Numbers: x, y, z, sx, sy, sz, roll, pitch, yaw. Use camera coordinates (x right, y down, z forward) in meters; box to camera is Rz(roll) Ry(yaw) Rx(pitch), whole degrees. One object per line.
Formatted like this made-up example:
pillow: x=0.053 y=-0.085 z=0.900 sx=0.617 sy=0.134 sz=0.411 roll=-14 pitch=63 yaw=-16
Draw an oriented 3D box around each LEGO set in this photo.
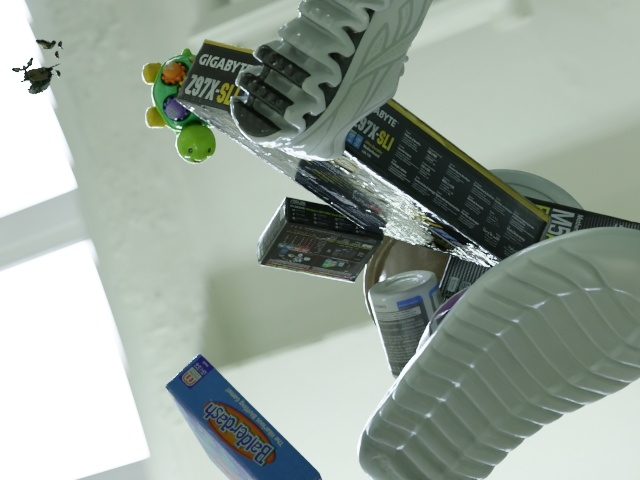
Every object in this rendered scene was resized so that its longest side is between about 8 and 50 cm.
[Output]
LEGO set: x=-0.302 y=-0.184 z=2.154 sx=0.083 sy=0.054 sz=0.023 roll=-55 pitch=-24 yaw=-35

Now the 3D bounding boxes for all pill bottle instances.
pill bottle: x=0.106 y=0.109 z=2.167 sx=0.078 sy=0.078 sz=0.137 roll=-42 pitch=-60 yaw=-60

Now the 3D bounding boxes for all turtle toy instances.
turtle toy: x=-0.142 y=-0.149 z=2.191 sx=0.095 sy=0.066 sz=0.130 roll=-3 pitch=-94 yaw=-22

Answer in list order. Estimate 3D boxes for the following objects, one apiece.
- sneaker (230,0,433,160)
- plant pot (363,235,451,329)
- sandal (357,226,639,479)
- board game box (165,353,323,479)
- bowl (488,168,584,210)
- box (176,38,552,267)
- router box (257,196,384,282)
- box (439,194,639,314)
sneaker: x=0.044 y=-0.197 z=1.774 sx=0.118 sy=0.292 sz=0.110 roll=29 pitch=-167 yaw=-45
plant pot: x=0.171 y=0.088 z=2.553 sx=0.263 sy=0.263 sz=0.229 roll=61 pitch=-159 yaw=-17
sandal: x=0.172 y=0.097 z=1.821 sx=0.169 sy=0.416 sz=0.102 roll=35 pitch=-141 yaw=-17
board game box: x=-0.053 y=0.205 z=1.797 sx=0.160 sy=0.047 sz=0.210 roll=43 pitch=169 yaw=24
bowl: x=0.254 y=0.040 z=2.820 sx=0.134 sy=0.298 sz=0.298 roll=-55 pitch=-57 yaw=-80
box: x=0.044 y=-0.083 z=2.026 sx=0.322 sy=0.257 sz=0.079 roll=33 pitch=-102 yaw=-40
router box: x=0.000 y=0.000 z=2.270 sx=0.122 sy=0.092 sz=0.038 roll=12 pitch=-128 yaw=-19
box: x=0.261 y=0.053 z=2.401 sx=0.270 sy=0.216 sz=0.060 roll=-65 pitch=-15 yaw=-49
